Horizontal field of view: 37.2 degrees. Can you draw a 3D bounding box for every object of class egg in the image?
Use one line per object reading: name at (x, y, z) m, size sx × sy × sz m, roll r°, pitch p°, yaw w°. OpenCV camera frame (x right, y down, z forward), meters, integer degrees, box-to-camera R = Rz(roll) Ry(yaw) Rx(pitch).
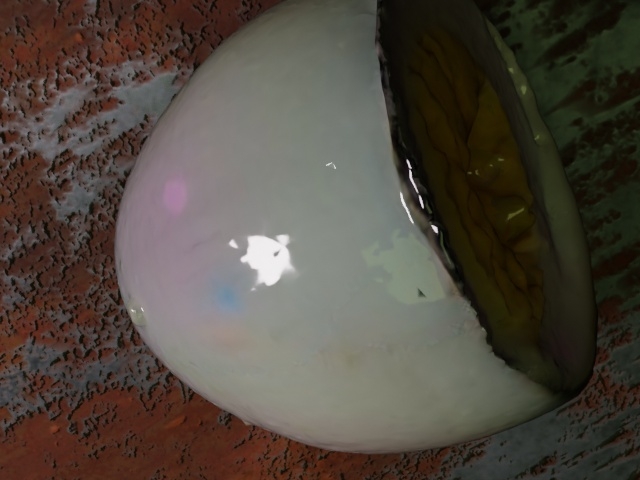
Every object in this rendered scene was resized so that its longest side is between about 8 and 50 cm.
egg at (0.000, 0.000, 0.754) m, size 0.339 × 0.354 × 0.355 m, roll -21°, pitch 113°, yaw 29°
